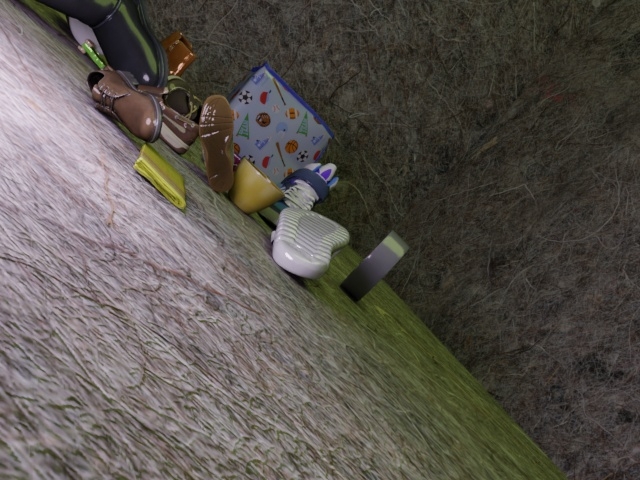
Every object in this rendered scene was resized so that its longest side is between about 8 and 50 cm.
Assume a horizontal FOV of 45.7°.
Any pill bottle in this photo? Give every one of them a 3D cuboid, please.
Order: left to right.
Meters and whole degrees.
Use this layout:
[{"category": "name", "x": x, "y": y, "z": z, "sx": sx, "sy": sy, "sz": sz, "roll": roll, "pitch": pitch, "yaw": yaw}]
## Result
[{"category": "pill bottle", "x": -0.620, "y": -0.632, "z": 2.121, "sx": 0.176, "sy": 0.176, "sz": 0.318, "roll": 41, "pitch": 4, "yaw": -31}]

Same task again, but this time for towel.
[{"category": "towel", "x": -0.264, "y": -0.111, "z": 1.260, "sx": 0.102, "sy": 0.021, "sz": 0.237, "roll": 48, "pitch": 1, "yaw": -17}]

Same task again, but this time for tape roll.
[{"category": "tape roll", "x": 0.157, "y": 0.071, "z": 2.171, "sx": 0.072, "sy": 0.219, "sz": 0.219, "roll": 44, "pitch": 4, "yaw": 2}]

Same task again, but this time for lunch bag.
[{"category": "lunch bag", "x": -0.181, "y": -0.372, "z": 2.680, "sx": 0.385, "sy": 0.328, "sz": 0.239, "roll": 40, "pitch": -5, "yaw": -20}]

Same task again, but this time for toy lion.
[{"category": "toy lion", "x": -0.567, "y": -0.463, "z": 1.924, "sx": 0.096, "sy": 0.034, "sz": 0.100, "roll": 50, "pitch": 1, "yaw": -18}]

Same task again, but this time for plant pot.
[{"category": "plant pot", "x": -0.165, "y": -0.119, "z": 1.813, "sx": 0.134, "sy": 0.095, "sz": 0.134, "roll": 43, "pitch": 3, "yaw": -3}]

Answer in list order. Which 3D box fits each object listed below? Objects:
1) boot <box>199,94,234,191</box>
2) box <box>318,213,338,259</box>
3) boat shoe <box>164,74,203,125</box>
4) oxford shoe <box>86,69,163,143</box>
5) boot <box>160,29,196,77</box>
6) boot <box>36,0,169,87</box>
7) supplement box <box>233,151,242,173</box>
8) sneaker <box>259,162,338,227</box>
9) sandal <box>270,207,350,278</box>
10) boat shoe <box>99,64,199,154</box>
[{"category": "boot", "x": -0.238, "y": -0.227, "z": 1.745, "sx": 0.165, "sy": 0.077, "sz": 0.213, "roll": -130, "pitch": -144, "yaw": -75}, {"category": "box", "x": 0.000, "y": 0.000, "z": 2.192, "sx": 0.114, "sy": 0.103, "sz": 0.203, "roll": 43, "pitch": 3, "yaw": -4}, {"category": "boat shoe", "x": -0.402, "y": -0.389, "z": 2.233, "sx": 0.096, "sy": 0.117, "sz": 0.324, "roll": 41, "pitch": -3, "yaw": 8}, {"category": "oxford shoe", "x": -0.350, "y": -0.235, "z": 1.335, "sx": 0.096, "sy": 0.083, "sz": 0.227, "roll": 1, "pitch": 29, "yaw": -43}, {"category": "boot", "x": -0.521, "y": -0.586, "z": 2.397, "sx": 0.295, "sy": 0.211, "sz": 0.104, "roll": 45, "pitch": 3, "yaw": 30}, {"category": "boot", "x": -0.562, "y": -0.532, "z": 1.715, "sx": 0.445, "sy": 0.146, "sz": 0.367, "roll": 27, "pitch": 35, "yaw": -58}, {"category": "supplement box", "x": -0.239, "y": -0.215, "z": 2.024, "sx": 0.083, "sy": 0.043, "sz": 0.055, "roll": 43, "pitch": 4, "yaw": 4}, {"category": "sneaker", "x": -0.051, "y": -0.134, "z": 2.112, "sx": 0.130, "sy": 0.236, "sz": 0.323, "roll": 43, "pitch": 3, "yaw": -5}, {"category": "sandal", "x": -0.042, "y": 0.015, "z": 1.698, "sx": 0.169, "sy": 0.102, "sz": 0.416, "roll": 29, "pitch": 16, "yaw": 4}, {"category": "boat shoe", "x": -0.378, "y": -0.313, "z": 1.713, "sx": 0.257, "sy": 0.095, "sz": 0.095, "roll": 42, "pitch": 4, "yaw": -19}]
